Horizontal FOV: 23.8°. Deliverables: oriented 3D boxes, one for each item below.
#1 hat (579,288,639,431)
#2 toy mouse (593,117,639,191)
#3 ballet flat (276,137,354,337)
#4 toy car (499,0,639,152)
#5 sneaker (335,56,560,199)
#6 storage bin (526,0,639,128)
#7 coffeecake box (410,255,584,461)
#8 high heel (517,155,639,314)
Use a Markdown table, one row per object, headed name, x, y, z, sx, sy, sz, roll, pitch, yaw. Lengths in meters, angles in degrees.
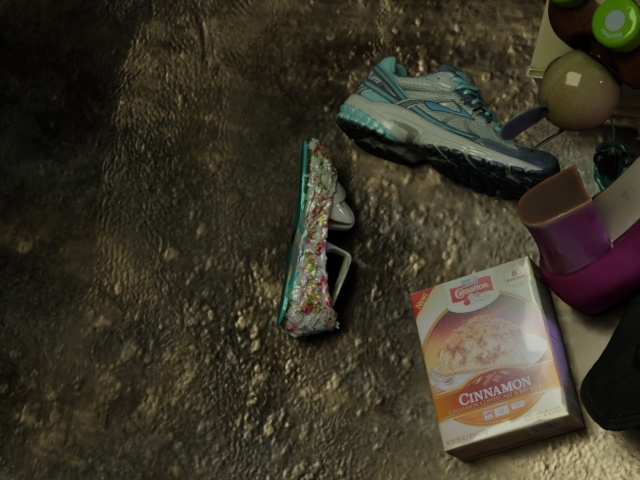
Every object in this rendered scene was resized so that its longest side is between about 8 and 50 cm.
| name | x | y | z | sx | sy | sz | roll | pitch | yaw |
| --- | --- | --- | --- | --- | --- | --- | --- | --- | --- |
| hat | 0.419 | 0.095 | 1.509 | 0.134 | 0.331 | 0.331 | 42 | 92 | -10 |
| toy mouse | 0.352 | -0.093 | 1.657 | 0.161 | 0.031 | 0.143 | -45 | 74 | 29 |
| ballet flat | 0.000 | 0.000 | 1.789 | 0.077 | 0.091 | 0.241 | 9 | 78 | -5 |
| toy car | 0.259 | -0.172 | 1.555 | 0.188 | 0.155 | 0.149 | -51 | 60 | 15 |
| sneaker | 0.155 | -0.141 | 1.745 | 0.283 | 0.110 | 0.122 | 23 | 79 | 29 |
| storage bin | 0.387 | -0.264 | 1.677 | 0.260 | 0.123 | 0.262 | 9 | 75 | 26 |
| coffeecake box | 0.190 | 0.129 | 1.652 | 0.142 | 0.068 | 0.185 | -19 | 64 | 18 |
| high heel | 0.399 | -0.049 | 1.569 | 0.377 | 0.181 | 0.127 | -20 | 45 | 17 |
